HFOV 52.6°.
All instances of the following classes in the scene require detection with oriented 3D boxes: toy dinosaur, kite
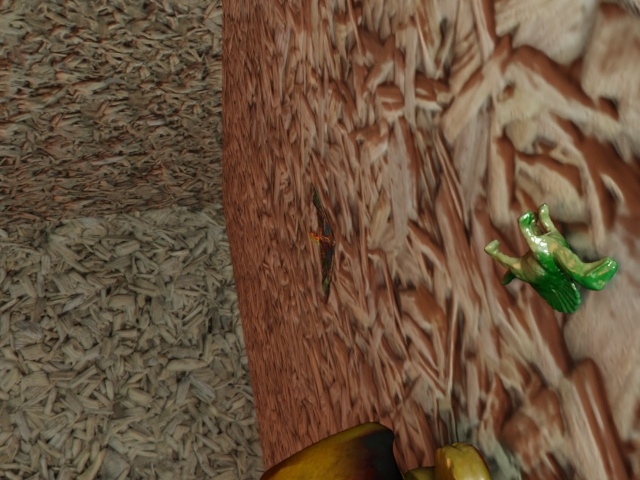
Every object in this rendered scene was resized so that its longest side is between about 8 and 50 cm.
[{"bbox_3d":[0.127,0.019,0.382,0.060,0.029,0.120,61,164,16],"label":"toy dinosaur"},{"bbox_3d":[0.000,0.000,0.987,0.159,0.010,0.190,-178,82,-78],"label":"kite"}]

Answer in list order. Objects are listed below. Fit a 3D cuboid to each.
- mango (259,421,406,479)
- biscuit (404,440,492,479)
[{"bbox_3d":[0.026,0.294,0.499,0.201,0.152,0.287,76,176,-45],"label":"mango"},{"bbox_3d":[0.126,0.243,0.451,0.301,0.049,0.197,172,90,-77],"label":"biscuit"}]
